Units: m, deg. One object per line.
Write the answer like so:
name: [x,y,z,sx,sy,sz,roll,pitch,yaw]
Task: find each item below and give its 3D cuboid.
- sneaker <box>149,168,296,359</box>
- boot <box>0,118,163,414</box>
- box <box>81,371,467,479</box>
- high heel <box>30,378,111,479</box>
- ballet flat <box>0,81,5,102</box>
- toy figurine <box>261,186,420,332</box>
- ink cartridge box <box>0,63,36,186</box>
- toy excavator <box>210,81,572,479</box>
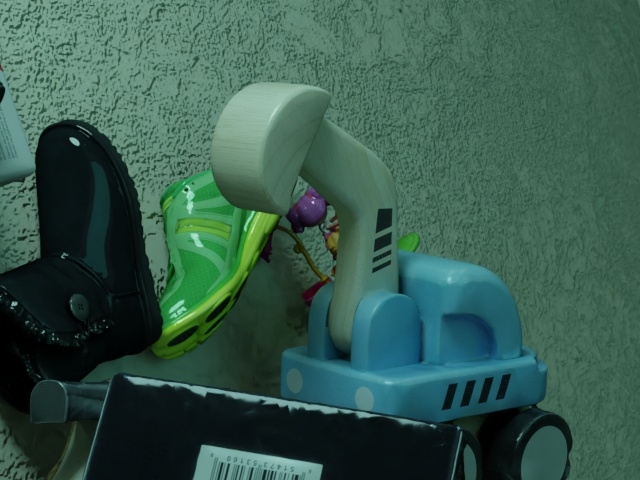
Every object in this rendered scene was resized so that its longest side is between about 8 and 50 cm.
sneaker: [-0.126,0.005,1.668,0.124,0.109,0.295,27,51,-1]
boot: [-0.249,0.019,1.457,0.207,0.094,0.246,-27,102,-62]
box: [-0.030,0.267,1.351,0.294,0.296,0.182,75,25,-63]
high heel: [-0.207,0.252,1.398,0.186,0.093,0.261,18,79,-69]
ballet flat: [-0.318,-0.101,1.261,0.049,0.057,0.173,32,31,11]
toy figurine: [0.000,0.000,1.806,0.159,0.173,0.130,46,5,-16]
ink cartridge box: [-0.389,-0.114,1.299,0.273,0.114,0.197,-19,90,-59]
toy excavator: [0.064,0.062,1.653,0.433,0.222,0.445,-3,98,-42]
